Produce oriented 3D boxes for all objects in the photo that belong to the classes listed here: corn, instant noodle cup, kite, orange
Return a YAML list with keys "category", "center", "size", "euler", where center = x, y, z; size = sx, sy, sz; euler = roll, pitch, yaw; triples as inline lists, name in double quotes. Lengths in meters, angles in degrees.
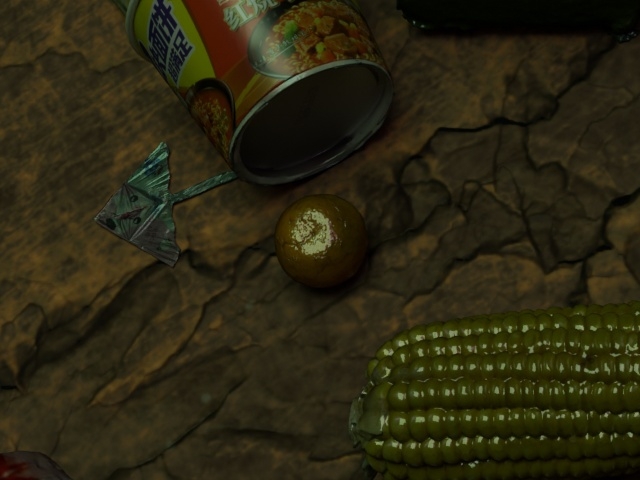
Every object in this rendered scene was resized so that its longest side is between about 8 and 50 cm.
- category: "corn"
  center: [0.209, 0.113, 1.472]
  size: [0.387, 0.144, 0.144]
  euler: [-11, 58, 15]
- category: "instant noodle cup"
  center: [-0.042, -0.163, 1.699]
  size: [0.213, 0.213, 0.174]
  euler: [-31, 64, 0]
- category: "kite"
  center: [-0.136, -0.035, 1.765]
  size: [0.152, 0.005, 0.137]
  euler: [-14, 60, 12]
- category: "orange"
  center: [0.000, 0.000, 1.657]
  size: [0.083, 0.070, 0.083]
  euler: [-5, 72, 14]

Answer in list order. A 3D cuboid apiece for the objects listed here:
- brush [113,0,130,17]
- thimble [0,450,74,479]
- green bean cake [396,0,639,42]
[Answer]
- category: "brush"
  center: [-0.201, -0.275, 1.910]
  size: [0.054, 0.048, 0.282]
  euler: [-38, 63, -1]
- category: "thimble"
  center: [-0.254, 0.267, 1.536]
  size: [0.125, 0.163, 0.189]
  euler: [34, 77, 31]
- category: "green bean cake"
  center: [0.168, -0.303, 1.667]
  size: [0.250, 0.247, 0.156]
  euler: [0, 60, 20]
